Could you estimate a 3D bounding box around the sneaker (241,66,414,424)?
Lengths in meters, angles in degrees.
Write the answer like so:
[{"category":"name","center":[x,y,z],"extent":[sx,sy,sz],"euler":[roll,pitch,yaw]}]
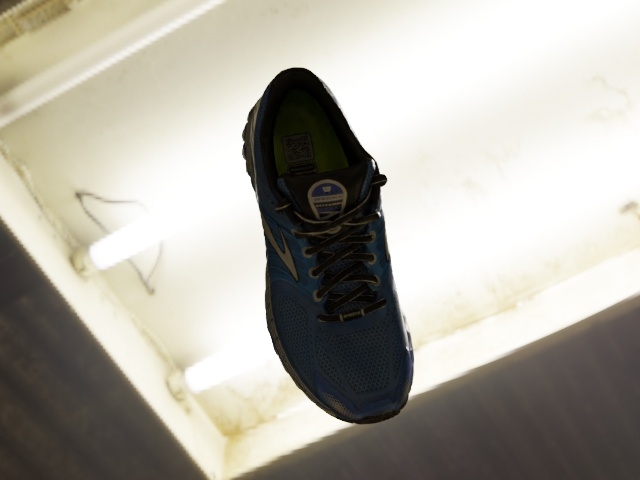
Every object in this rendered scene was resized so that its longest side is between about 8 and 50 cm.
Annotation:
[{"category":"sneaker","center":[0.000,0.000,1.008],"extent":[0.129,0.330,0.147],"euler":[-16,-13,-6]}]
